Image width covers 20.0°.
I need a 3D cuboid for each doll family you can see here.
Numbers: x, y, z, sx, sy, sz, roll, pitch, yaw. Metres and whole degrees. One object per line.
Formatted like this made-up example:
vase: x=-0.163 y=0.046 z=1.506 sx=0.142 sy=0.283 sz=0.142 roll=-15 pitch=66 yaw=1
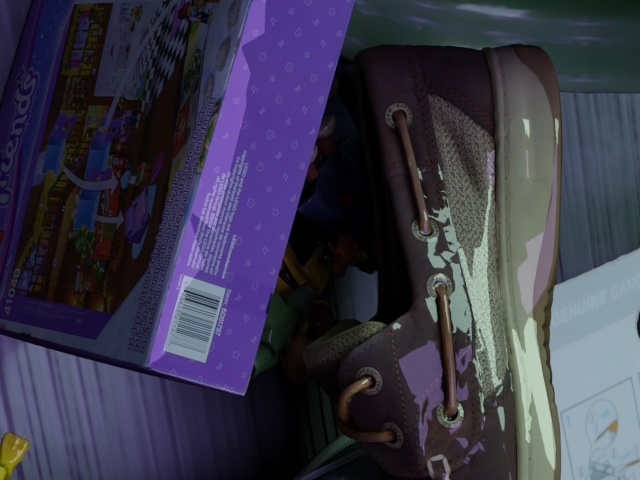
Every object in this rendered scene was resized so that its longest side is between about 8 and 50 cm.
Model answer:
doll family: x=0.000 y=0.000 z=0.983 sx=0.193 sy=0.076 sz=0.111 roll=-49 pitch=116 yaw=-27

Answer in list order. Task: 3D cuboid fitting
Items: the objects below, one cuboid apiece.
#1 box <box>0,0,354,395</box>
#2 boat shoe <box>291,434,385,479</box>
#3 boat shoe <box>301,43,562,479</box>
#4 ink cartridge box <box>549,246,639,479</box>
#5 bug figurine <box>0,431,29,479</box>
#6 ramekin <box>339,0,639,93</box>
box: x=-0.070 y=-0.088 z=0.839 sx=0.057 sy=0.201 sz=0.293 roll=20 pitch=83 yaw=-36
boat shoe: x=0.014 y=0.173 z=0.992 sx=0.319 sy=0.099 sz=0.116 roll=-10 pitch=97 yaw=-37
boat shoe: x=0.050 y=0.066 z=0.920 sx=0.123 sy=0.123 sz=0.342 roll=4 pitch=86 yaw=-9
ink cartridge box: x=0.225 y=0.178 z=1.149 sx=0.308 sy=0.091 sz=0.385 roll=-20 pitch=104 yaw=-41
bug figurine: x=-0.156 y=0.216 z=0.733 sx=0.216 sy=0.072 sz=0.279 roll=22 pitch=86 yaw=-6
ramekin: x=0.135 y=-0.177 z=0.934 sx=0.303 sy=0.303 sz=0.148 roll=8 pitch=82 yaw=-38
